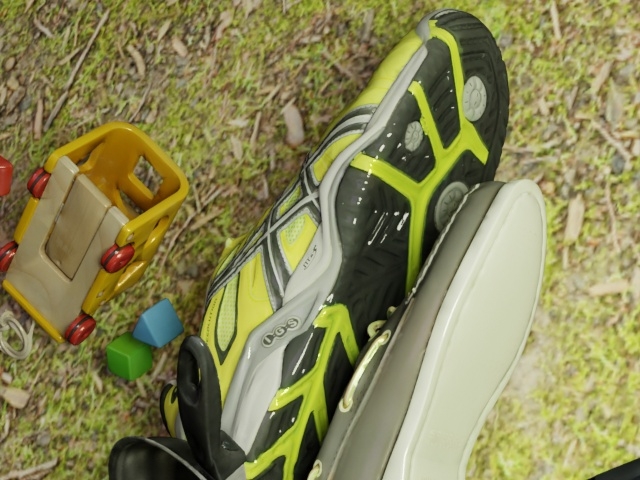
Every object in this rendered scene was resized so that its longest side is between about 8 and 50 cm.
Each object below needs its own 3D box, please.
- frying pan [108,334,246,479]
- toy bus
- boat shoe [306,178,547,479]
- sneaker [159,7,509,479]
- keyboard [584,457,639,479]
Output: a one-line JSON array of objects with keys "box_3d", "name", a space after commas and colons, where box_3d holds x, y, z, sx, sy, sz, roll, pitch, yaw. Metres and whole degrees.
[{"box_3d": [-0.085, 0.157, 1.159, 0.053, 0.326, 0.197, -32, 35, -30], "name": "frying pan"}, {"box_3d": [-0.181, 0.000, 1.417, 0.202, 0.191, 0.104, 6, 28, 39], "name": "toy bus"}, {"box_3d": [0.064, 0.095, 1.172, 0.091, 0.109, 0.305, 15, 82, 37], "name": "boat shoe"}, {"box_3d": [0.000, 0.000, 1.248, 0.147, 0.145, 0.385, 24, 82, 41], "name": "sneaker"}, {"box_3d": [0.169, 0.189, 1.089, 0.192, 0.038, 0.100, -29, 53, 25], "name": "keyboard"}]
